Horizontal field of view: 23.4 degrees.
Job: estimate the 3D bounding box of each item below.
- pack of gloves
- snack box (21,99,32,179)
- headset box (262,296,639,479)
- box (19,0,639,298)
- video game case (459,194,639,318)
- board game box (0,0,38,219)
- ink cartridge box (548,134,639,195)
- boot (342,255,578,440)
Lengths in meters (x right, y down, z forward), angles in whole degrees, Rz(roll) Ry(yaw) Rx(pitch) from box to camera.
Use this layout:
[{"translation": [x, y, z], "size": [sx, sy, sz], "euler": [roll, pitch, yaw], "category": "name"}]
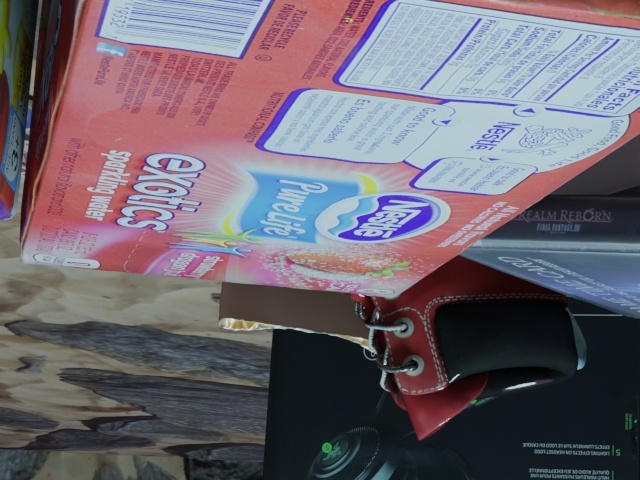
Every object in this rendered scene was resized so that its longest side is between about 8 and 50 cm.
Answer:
[{"translation": [0.033, 0.030, 0.856], "size": [0.195, 0.046, 0.232], "euler": [8, -161, -8], "category": "pack of gloves"}, {"translation": [-0.172, -0.059, 0.840], "size": [0.064, 0.022, 0.178], "euler": [-4, 164, 31], "category": "snack box"}, {"translation": [0.097, 0.134, 1.013], "size": [0.246, 0.283, 0.131], "euler": [-2, 164, 16], "category": "headset box"}, {"translation": [-0.003, -0.083, 0.469], "size": [0.154, 0.142, 0.300], "euler": [6, 166, -12], "category": "box"}, {"translation": [0.210, 0.013, 0.595], "size": [0.274, 0.026, 0.196], "euler": [3, 171, 35], "category": "video game case"}, {"translation": [-0.163, -0.110, 0.397], "size": [0.142, 0.144, 0.275], "euler": [3, 166, 0], "category": "board game box"}, {"translation": [0.162, -0.047, 0.676], "size": [0.143, 0.092, 0.090], "euler": [12, 163, -35], "category": "ink cartridge box"}, {"translation": [0.000, 0.000, 0.715], "size": [0.244, 0.176, 0.088], "euler": [5, 161, -5], "category": "boot"}]
